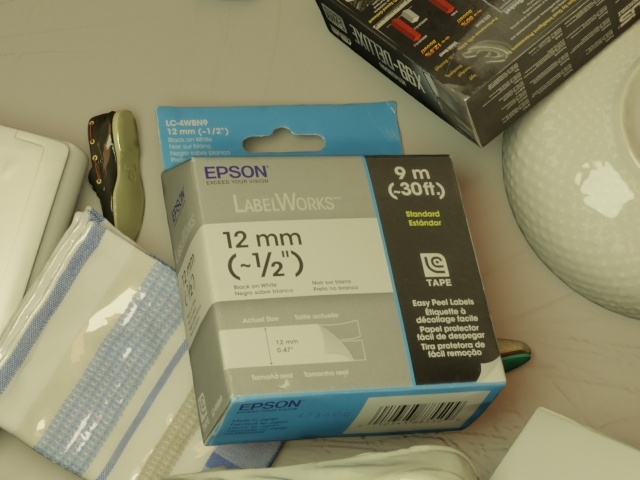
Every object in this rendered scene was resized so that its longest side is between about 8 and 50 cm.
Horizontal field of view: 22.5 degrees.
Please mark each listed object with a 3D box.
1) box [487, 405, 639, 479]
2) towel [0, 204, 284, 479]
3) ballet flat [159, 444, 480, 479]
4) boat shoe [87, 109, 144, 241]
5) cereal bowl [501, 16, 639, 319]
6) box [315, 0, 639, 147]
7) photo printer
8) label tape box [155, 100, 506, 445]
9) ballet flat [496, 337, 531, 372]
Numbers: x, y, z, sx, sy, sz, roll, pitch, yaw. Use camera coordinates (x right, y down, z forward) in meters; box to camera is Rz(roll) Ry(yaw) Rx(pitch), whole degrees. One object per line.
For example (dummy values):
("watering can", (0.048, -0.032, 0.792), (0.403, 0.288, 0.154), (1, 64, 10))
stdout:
("box", (0.194, 0.352, 1.339), (0.168, 0.215, 0.345), (21, 70, 50))
("towel", (-0.154, 0.129, 1.451), (0.285, 0.034, 0.209), (35, 77, -16))
("ballet flat", (-0.042, 0.244, 1.379), (0.400, 0.139, 0.139), (-10, 75, 24))
("boat shoe", (-0.198, -0.059, 1.545), (0.042, 0.049, 0.133), (-8, 82, 25))
("cereal bowl", (0.348, -0.095, 1.516), (0.339, 0.141, 0.338), (0, 75, -2))
("box", (0.183, -0.259, 1.529), (0.307, 0.076, 0.242), (-40, 51, -10))
("photo printer", (-0.377, 0.030, 1.484), (0.256, 0.107, 0.307), (14, 77, 1))
("label tape box", (0.000, 0.000, 1.441), (0.249, 0.115, 0.347), (-2, 64, -18))
("ballet flat", (0.114, 0.116, 1.503), (0.168, 0.057, 0.052), (-21, 68, -7))
